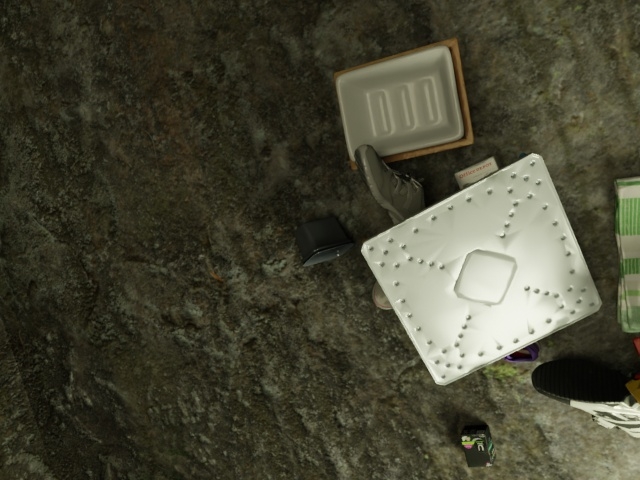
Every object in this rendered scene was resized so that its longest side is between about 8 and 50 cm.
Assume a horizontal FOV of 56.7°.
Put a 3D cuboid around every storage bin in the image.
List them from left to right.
[{"bbox_3d":[0.000,0.000,1.479,0.098,0.135,0.091,-43,67,48],"label":"storage bin"}]

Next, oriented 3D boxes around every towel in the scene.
[{"bbox_3d":[0.726,0.026,1.190,0.247,0.038,0.325,-4,97,25],"label":"towel"}]

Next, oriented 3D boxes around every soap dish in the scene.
[{"bbox_3d":[0.190,-0.300,1.343,0.290,0.118,0.229,-9,95,26],"label":"soap dish"}]

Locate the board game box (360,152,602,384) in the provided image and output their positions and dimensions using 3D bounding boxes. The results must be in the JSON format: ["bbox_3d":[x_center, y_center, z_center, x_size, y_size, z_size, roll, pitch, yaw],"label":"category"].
[{"bbox_3d":[0.336,0.068,1.235,0.390,0.050,0.390,-28,110,7],"label":"board game box"}]

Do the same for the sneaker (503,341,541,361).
[{"bbox_3d":[0.412,0.241,1.353,0.170,0.071,0.068,2,99,26],"label":"sneaker"}]

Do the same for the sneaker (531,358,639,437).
[{"bbox_3d":[0.612,0.346,1.242,0.330,0.122,0.146,7,127,24],"label":"sneaker"}]

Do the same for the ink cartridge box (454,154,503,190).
[{"bbox_3d":[0.371,-0.110,1.323,0.099,0.056,0.135,-25,88,27],"label":"ink cartridge box"}]

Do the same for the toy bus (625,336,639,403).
[{"bbox_3d":[0.671,0.264,1.081,0.191,0.104,0.202,8,94,16],"label":"toy bus"}]

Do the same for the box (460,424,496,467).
[{"bbox_3d":[0.378,0.492,1.420,0.062,0.052,0.083,-13,94,28],"label":"box"}]

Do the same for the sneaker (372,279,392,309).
[{"bbox_3d":[0.210,0.076,1.398,0.103,0.111,0.252,49,114,10],"label":"sneaker"}]

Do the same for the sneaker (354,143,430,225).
[{"bbox_3d":[0.174,-0.124,1.346,0.115,0.105,0.281,-35,127,9],"label":"sneaker"}]
